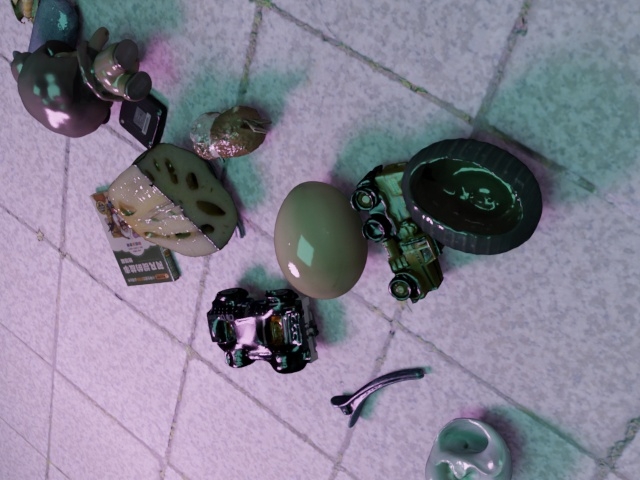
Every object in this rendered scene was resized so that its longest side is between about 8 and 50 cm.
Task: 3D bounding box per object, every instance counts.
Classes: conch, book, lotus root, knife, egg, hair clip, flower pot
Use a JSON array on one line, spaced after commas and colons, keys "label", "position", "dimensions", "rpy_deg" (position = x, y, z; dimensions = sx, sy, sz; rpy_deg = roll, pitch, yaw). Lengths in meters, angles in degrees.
[{"label": "conch", "position": [0.309, 0.456, 1.738], "dimensions": [0.221, 0.121, 0.185], "rpy_deg": [-40, 83, 37]}, {"label": "book", "position": [-0.479, -0.010, 2.171], "dimensions": [0.202, 0.027, 0.264], "rpy_deg": [-7, 109, 40]}, {"label": "lotus root", "position": [-0.339, -0.085, 1.940], "dimensions": [0.267, 0.149, 0.260], "rpy_deg": [47, 149, -15]}, {"label": "knife", "position": [-0.223, -0.099, 1.927], "dimensions": [0.028, 0.015, 0.210], "rpy_deg": [-11, 106, 48]}, {"label": "conch", "position": [-0.694, -0.573, 2.004], "dimensions": [0.106, 0.079, 0.170], "rpy_deg": [42, 149, 20]}, {"label": "egg", "position": [0.000, 0.000, 1.685], "dimensions": [0.186, 0.186, 0.242], "rpy_deg": [5, 111, 37]}, {"label": "hair clip", "position": [0.125, 0.333, 1.869], "dimensions": [0.083, 0.048, 0.275], "rpy_deg": [55, 133, 6]}, {"label": "flower pot", "position": [0.258, -0.075, 1.442], "dimensions": [0.243, 0.157, 0.189], "rpy_deg": [27, 100, 22]}]

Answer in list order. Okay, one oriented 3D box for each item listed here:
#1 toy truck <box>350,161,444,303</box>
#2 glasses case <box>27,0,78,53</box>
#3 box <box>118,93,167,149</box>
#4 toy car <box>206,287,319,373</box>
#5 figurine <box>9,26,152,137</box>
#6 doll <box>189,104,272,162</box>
[{"label": "toy truck", "position": [0.164, -0.017, 1.594], "dimensions": [0.127, 0.127, 0.257], "rpy_deg": [-13, 106, 27]}, {"label": "glasses case", "position": [-0.646, -0.459, 2.028], "dimensions": [0.109, 0.067, 0.282], "rpy_deg": [40, 131, 11]}, {"label": "box", "position": [-0.417, -0.289, 1.967], "dimensions": [0.125, 0.027, 0.126], "rpy_deg": [39, 132, 16]}, {"label": "toy car", "position": [-0.139, 0.196, 1.955], "dimensions": [0.301, 0.118, 0.193], "rpy_deg": [-1, 105, 40]}, {"label": "figurine", "position": [-0.527, -0.348, 1.889], "dimensions": [0.380, 0.203, 0.248], "rpy_deg": [-5, 143, 40]}, {"label": "doll", "position": [-0.177, -0.229, 1.753], "dimensions": [0.221, 0.105, 0.115], "rpy_deg": [-14, 141, 42]}]
